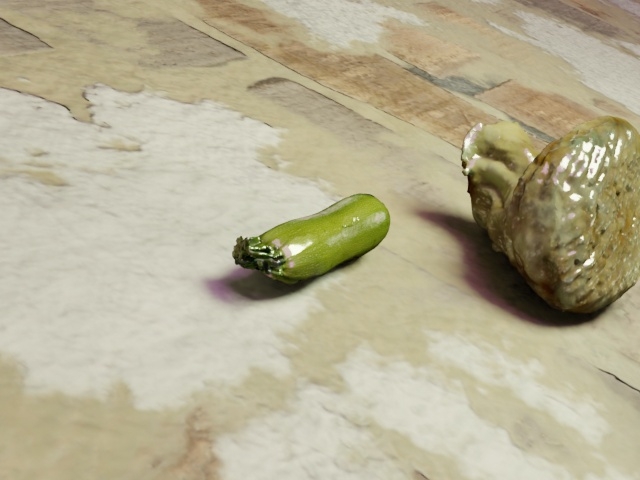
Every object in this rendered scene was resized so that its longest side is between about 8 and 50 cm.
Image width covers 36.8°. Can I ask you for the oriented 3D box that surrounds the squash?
[{"bbox_3d":[0.000,0.000,0.747,0.052,0.052,0.183,33,29,21],"label":"squash"}]

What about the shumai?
[{"bbox_3d":[0.210,-0.029,0.883,0.153,0.161,0.209,7,48,39],"label":"shumai"}]
